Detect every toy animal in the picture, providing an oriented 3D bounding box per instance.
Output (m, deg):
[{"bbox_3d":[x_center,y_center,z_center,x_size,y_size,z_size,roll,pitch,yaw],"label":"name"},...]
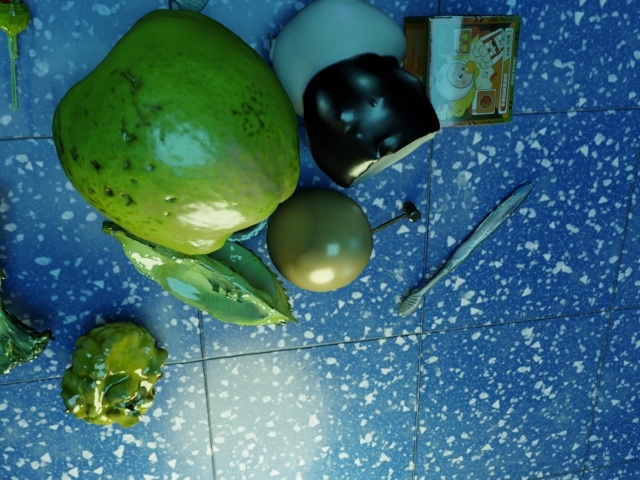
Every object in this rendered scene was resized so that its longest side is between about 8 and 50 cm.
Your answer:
[{"bbox_3d":[0.051,-0.271,1.057,0.251,0.251,0.309,-32,86,0],"label":"toy animal"}]

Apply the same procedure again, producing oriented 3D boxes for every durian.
[{"bbox_3d":[-0.234,0.069,1.152,0.395,0.198,0.163,32,101,-19],"label":"durian"}]

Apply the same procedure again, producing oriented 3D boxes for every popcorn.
[{"bbox_3d":[-0.402,0.266,1.201,0.189,0.169,0.218,20,111,-18],"label":"popcorn"}]

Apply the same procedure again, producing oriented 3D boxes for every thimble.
[{"bbox_3d":[-0.158,-0.054,1.181,0.115,0.090,0.102,-45,112,4],"label":"thimble"}]

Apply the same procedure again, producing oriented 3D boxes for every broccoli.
[{"bbox_3d":[-0.649,0.079,1.071,0.252,0.221,0.361,-17,102,-14],"label":"broccoli"}]

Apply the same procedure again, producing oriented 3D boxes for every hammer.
[{"bbox_3d":[0.073,-0.001,1.285,0.292,0.058,0.029,-26,112,4],"label":"hammer"}]

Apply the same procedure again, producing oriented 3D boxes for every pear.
[{"bbox_3d":[-0.209,-0.161,0.985,0.392,0.391,0.390,-4,111,-11],"label":"pear"}]

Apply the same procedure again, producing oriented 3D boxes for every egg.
[{"bbox_3d":[0.000,0.000,1.161,0.201,0.244,0.200,-2,98,-12],"label":"egg"}]

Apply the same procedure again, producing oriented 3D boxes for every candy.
[{"bbox_3d":[-0.522,-0.314,1.028,0.058,0.062,0.193,-26,136,-52],"label":"candy"}]

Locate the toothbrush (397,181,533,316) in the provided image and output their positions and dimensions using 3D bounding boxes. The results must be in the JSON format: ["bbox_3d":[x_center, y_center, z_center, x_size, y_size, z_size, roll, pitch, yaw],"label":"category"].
[{"bbox_3d":[0.321,0.021,1.350,0.413,0.042,0.035,-45,76,5],"label":"toothbrush"}]

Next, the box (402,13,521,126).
[{"bbox_3d":[0.259,-0.322,1.146,0.178,0.148,0.194,-4,111,-10],"label":"box"}]

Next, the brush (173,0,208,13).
[{"bbox_3d":[-0.277,-0.468,1.039,0.196,0.021,0.070,35,100,-20],"label":"brush"}]
